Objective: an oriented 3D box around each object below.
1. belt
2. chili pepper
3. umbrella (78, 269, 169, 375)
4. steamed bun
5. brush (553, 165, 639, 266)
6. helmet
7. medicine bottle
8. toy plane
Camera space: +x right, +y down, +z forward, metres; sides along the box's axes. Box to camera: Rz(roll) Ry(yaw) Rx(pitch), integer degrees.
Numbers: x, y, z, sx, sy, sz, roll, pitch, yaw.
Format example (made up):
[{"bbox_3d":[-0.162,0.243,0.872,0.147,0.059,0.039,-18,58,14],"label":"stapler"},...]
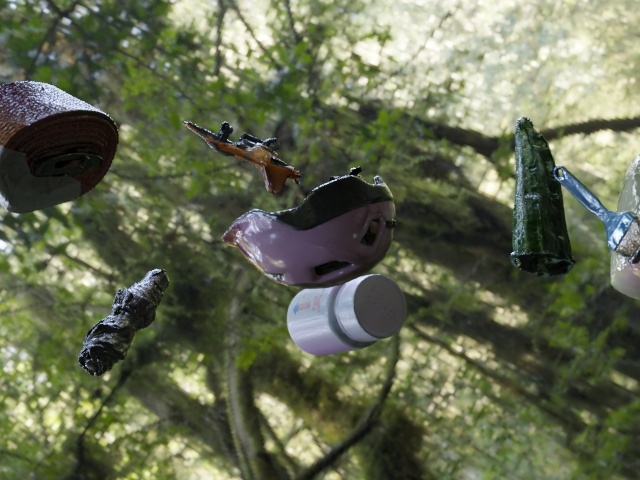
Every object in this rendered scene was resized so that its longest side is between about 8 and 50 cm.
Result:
[{"bbox_3d":[-0.334,-0.109,1.225,0.201,0.124,0.128,-22,-47,-54],"label":"belt"},{"bbox_3d":[0.269,-0.066,1.311,0.088,0.059,0.227,19,-125,-33],"label":"chili pepper"},{"bbox_3d":[-0.388,0.153,2.074,0.326,0.090,0.094,-63,-41,-55],"label":"umbrella"},{"bbox_3d":[0.509,-0.011,1.499,0.152,0.169,0.239,-30,-52,-64],"label":"steamed bun"},{"bbox_3d":[0.330,-0.037,1.226,0.014,0.164,0.051,-4,-49,-35],"label":"brush"},{"bbox_3d":[0.000,0.000,1.519,0.253,0.154,0.198,-34,-13,24],"label":"helmet"},{"bbox_3d":[0.052,0.150,2.086,0.152,0.152,0.254,-47,15,-31],"label":"medicine bottle"},{"bbox_3d":[-0.107,-0.134,1.477,0.062,0.188,0.135,-53,-3,-10],"label":"toy plane"}]
